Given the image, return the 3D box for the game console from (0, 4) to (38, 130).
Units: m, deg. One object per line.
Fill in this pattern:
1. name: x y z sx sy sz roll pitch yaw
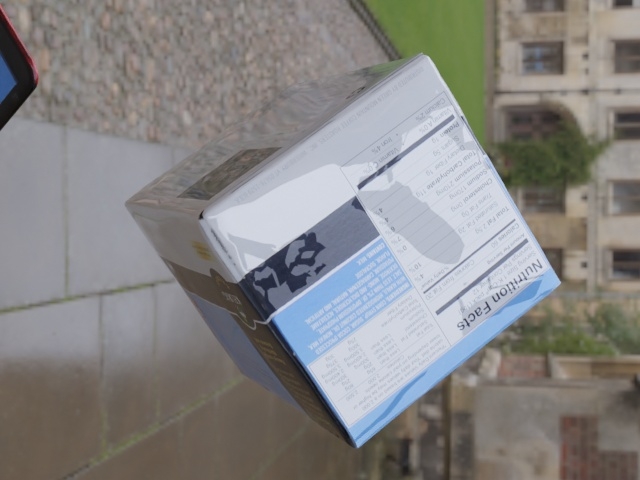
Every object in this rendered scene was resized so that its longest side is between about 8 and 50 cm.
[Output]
1. game console: -0.251 -0.113 0.648 0.124 0.144 0.085 7 66 -34

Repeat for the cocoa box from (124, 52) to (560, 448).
1. cocoa box: 0.000 0.000 0.985 0.228 0.231 0.347 57 -14 -14
